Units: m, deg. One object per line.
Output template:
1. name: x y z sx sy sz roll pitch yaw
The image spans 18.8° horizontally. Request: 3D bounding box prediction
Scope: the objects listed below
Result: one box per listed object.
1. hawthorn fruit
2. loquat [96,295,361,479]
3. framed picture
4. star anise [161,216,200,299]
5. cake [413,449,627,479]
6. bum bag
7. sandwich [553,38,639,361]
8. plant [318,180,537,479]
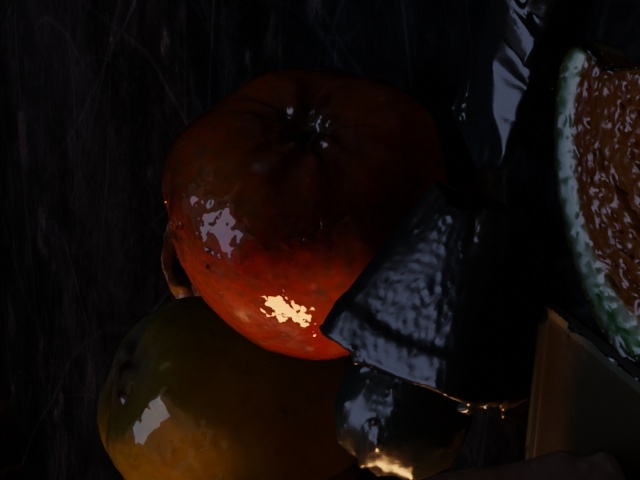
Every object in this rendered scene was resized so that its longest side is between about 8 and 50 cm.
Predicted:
1. hawthorn fruit: 0.000 0.000 1.822 0.276 0.276 0.307 -123 15 -54
2. loquat: -0.093 0.198 2.032 0.276 0.283 0.276 -57 14 23
3. framed picture: 0.229 0.190 1.533 0.281 0.019 0.209 -134 45 -61
4. star anise: -0.135 0.073 2.387 0.292 0.109 0.350 -153 62 -61
5. cake: 0.132 0.321 1.467 0.237 0.230 0.309 128 127 -67
6. bum bag: 0.163 -0.177 1.594 0.123 0.060 0.248 -125 39 -53
7. sandwich: 0.241 -0.044 1.394 0.159 0.079 0.235 -54 47 46
8. plant: 0.099 0.081 1.656 0.164 0.142 0.256 28 98 31
